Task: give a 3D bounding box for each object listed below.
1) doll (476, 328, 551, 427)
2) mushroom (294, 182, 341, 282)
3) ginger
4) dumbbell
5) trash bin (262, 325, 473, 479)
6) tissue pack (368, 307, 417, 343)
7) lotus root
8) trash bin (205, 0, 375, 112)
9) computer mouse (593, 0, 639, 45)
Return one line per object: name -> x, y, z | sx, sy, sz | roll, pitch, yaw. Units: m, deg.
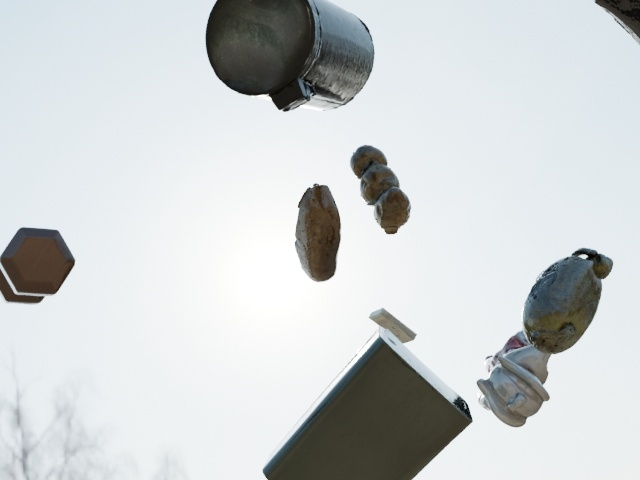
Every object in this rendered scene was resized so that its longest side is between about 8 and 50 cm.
doll -> 0.316, 0.200, 1.626 | 0.188, 0.099, 0.384 | -52, -6, 16
mushroom -> -0.001, 0.000, 1.974 | 0.072, 0.094, 0.209 | -20, -51, -35
ginger -> 0.121, -0.109, 2.044 | 0.080, 0.204, 0.104 | -11, -42, -17
dumbbell -> -0.378, 0.037, 1.325 | 0.082, 0.092, 0.231 | 35, -17, -14
trash bin -> 0.058, 0.257, 1.349 | 0.240, 0.164, 0.122 | -47, -1, 5
tissue pack -> 0.166, 0.197, 2.343 | 0.108, 0.023, 0.056 | 39, -29, -14
lotus root -> 0.296, 0.069, 1.234 | 0.088, 0.165, 0.088 | 29, -27, 16
trash bin -> -0.043, -0.337, 1.801 | 0.203, 0.252, 0.301 | -29, -10, 21
computer mouse -> 0.523, -0.343, 1.529 | 0.264, 0.088, 0.147 | 37, -56, -26
